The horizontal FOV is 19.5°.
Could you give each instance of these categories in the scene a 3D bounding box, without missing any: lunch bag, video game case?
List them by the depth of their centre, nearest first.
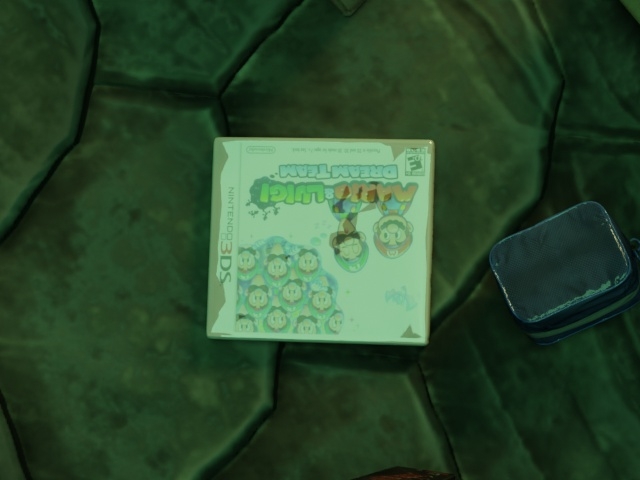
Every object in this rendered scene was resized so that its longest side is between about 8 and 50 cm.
[{"bbox_3d":[0.169,0.022,1.246,0.098,0.065,0.067,-24,66,8],"label":"lunch bag"},{"bbox_3d":[0.000,0.000,1.300,0.157,0.019,0.143,1,86,10],"label":"video game case"}]

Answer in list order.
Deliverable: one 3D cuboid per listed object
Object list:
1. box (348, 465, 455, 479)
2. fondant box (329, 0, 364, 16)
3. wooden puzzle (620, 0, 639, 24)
[{"bbox_3d":[0.042,0.226,1.165,0.044,0.233,0.159,6,86,10],"label":"box"},{"bbox_3d":[-0.021,-0.356,1.295,0.330,0.096,0.238,44,93,9],"label":"fondant box"},{"bbox_3d":[0.312,-0.221,1.124,0.322,0.080,0.348,-51,54,25],"label":"wooden puzzle"}]
